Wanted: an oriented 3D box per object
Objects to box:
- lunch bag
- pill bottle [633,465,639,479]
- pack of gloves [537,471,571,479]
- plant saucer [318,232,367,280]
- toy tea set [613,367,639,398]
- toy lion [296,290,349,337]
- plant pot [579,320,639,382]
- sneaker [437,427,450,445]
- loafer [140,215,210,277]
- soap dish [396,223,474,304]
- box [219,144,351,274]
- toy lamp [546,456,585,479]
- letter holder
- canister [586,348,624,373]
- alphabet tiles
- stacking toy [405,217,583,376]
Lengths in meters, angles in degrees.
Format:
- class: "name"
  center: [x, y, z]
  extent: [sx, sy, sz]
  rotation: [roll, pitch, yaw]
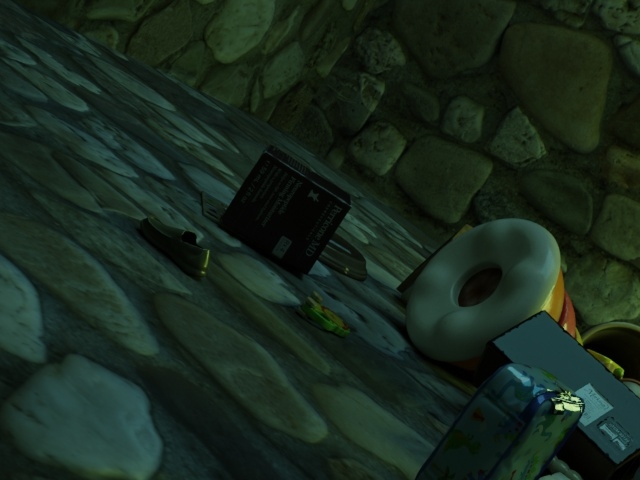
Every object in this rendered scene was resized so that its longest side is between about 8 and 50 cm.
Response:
- class: "lunch bag"
  center: [0.226, 0.258, 1.306]
  extent: [0.090, 0.219, 0.176]
  rotation: [40, 11, 32]
- class: "pill bottle"
  center: [0.630, 0.463, 1.795]
  extent: [0.216, 0.121, 0.121]
  rotation: [47, 4, -21]
- class: "pack of gloves"
  center: [0.394, 0.442, 1.557]
  extent: [0.232, 0.046, 0.195]
  rotation: [36, 20, 34]
- class: "plant saucer"
  center: [0.000, 0.000, 2.455]
  extent: [0.278, 0.041, 0.278]
  rotation: [34, 9, -6]
- class: "toy tea set"
  center: [0.604, 0.403, 1.946]
  extent: [0.336, 0.200, 0.124]
  rotation: [41, 2, 12]
- class: "toy lion"
  center: [0.009, 0.134, 1.823]
  extent: [0.096, 0.034, 0.100]
  rotation: [42, 10, 2]
- class: "plant pot"
  center: [0.672, 0.327, 2.521]
  extent: [0.263, 0.263, 0.229]
  rotation: [33, -8, -2]
- class: "sneaker"
  center: [0.265, 0.327, 1.570]
  extent: [0.121, 0.079, 0.217]
  rotation: [42, 20, 27]
- class: "loafer"
  center: [-0.221, 0.001, 1.640]
  extent: [0.148, 0.050, 0.056]
  rotation: [38, 10, 25]
- class: "soap dish"
  center: [0.336, 0.097, 2.411]
  extent: [0.229, 0.118, 0.291]
  rotation: [32, -32, -6]
- class: "box"
  center: [-0.066, -0.065, 2.095]
  extent: [0.203, 0.168, 0.167]
  rotation: [32, 8, -4]
- class: "toy lamp"
  center: [0.384, 0.366, 1.743]
  extent: [0.275, 0.080, 0.080]
  rotation: [40, 11, 31]
- class: "letter holder"
  center: [0.420, 0.315, 1.866]
  extent: [0.152, 0.214, 0.302]
  rotation: [-24, 56, -33]
- class: "canister"
  center: [0.539, 0.315, 2.127]
  extent: [0.073, 0.170, 0.126]
  rotation: [24, -5, 38]
- class: "alphabet tiles"
  center: [-0.141, -0.019, 2.158]
  extent: [0.237, 0.009, 0.198]
  rotation: [32, 9, -14]
- class: "stacking toy"
  center: [0.437, 0.218, 2.190]
  extent: [0.480, 0.350, 0.350]
  rotation: [46, 2, -29]
